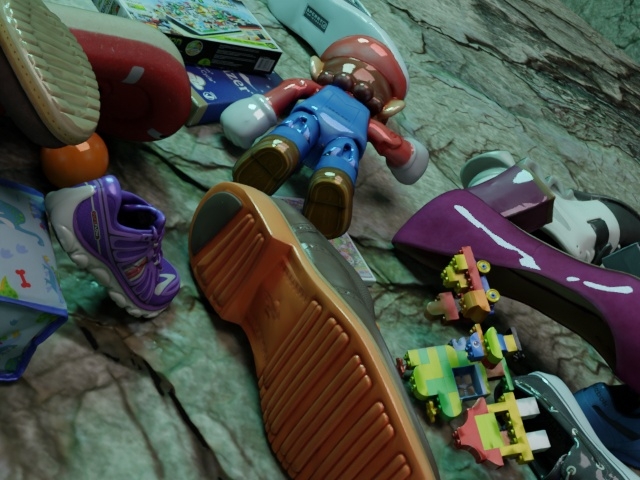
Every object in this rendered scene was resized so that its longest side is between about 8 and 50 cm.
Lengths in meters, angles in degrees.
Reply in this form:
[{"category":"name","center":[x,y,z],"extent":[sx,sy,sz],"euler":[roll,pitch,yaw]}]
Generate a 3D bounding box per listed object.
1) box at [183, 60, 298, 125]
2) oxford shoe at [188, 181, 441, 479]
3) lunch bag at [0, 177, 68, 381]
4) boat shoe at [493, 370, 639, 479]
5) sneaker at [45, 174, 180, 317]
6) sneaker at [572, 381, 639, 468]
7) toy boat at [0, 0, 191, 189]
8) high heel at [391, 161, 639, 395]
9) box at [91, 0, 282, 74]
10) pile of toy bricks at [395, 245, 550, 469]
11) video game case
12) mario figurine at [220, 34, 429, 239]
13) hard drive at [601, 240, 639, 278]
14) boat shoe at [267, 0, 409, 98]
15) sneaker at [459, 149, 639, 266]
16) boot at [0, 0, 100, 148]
[{"category":"box","center":[-0.119,-0.204,1.091],"extent":[0.136,0.036,0.225],"euler":[47,32,18]},{"category":"oxford shoe","center":[0.017,0.090,0.750],"extent":[0.132,0.130,0.364],"euler":[11,39,-44]},{"category":"lunch bag","center":[-0.262,0.015,0.598],"extent":[0.151,0.096,0.129],"euler":[22,30,-44]},{"category":"boat shoe","center":[0.237,0.216,0.842],"extent":[0.076,0.080,0.228],"euler":[5,42,-32]},{"category":"sneaker","center":[-0.144,0.007,0.699],"extent":[0.170,0.071,0.068],"euler":[59,7,-62]},{"category":"sneaker","center":[0.356,0.200,0.973],"extent":[0.209,0.082,0.069],"euler":[19,33,-28]},{"category":"toy boat","center":[-0.224,-0.117,0.804],"extent":[0.231,0.151,0.151],"euler":[1,76,-43]},{"category":"high heel","center":[0.239,0.080,0.955],"extent":[0.377,0.181,0.127],"euler":[56,-9,40]},{"category":"box","center":[-0.155,-0.253,1.050],"extent":[0.207,0.036,0.114],"euler":[-2,46,-44]},{"category":"pile of toy bricks","center":[0.126,0.122,0.854],"extent":[0.105,0.118,0.212],"euler":[-7,63,-12]},{"category":"video game case","center":[0.000,0.000,0.957],"extent":[0.087,0.011,0.122],"euler":[4,44,-41]},{"category":"mario figurine","center":[0.010,-0.110,1.039],"extent":[0.198,0.170,0.320],"euler":[61,32,-21]},{"category":"hard drive","center":[0.520,0.106,1.211],"extent":[0.339,0.064,0.237],"euler":[-7,70,-49]},{"category":"boat shoe","center":[0.042,-0.299,1.316],"extent":[0.102,0.108,0.301],"euler":[-8,45,-47]},{"category":"sneaker","center":[0.320,0.006,1.185],"extent":[0.330,0.122,0.146],"euler":[17,54,-31]},{"category":"boot","center":[-0.283,-0.107,0.654],"extent":[0.248,0.207,0.090],"euler":[54,12,25]}]
